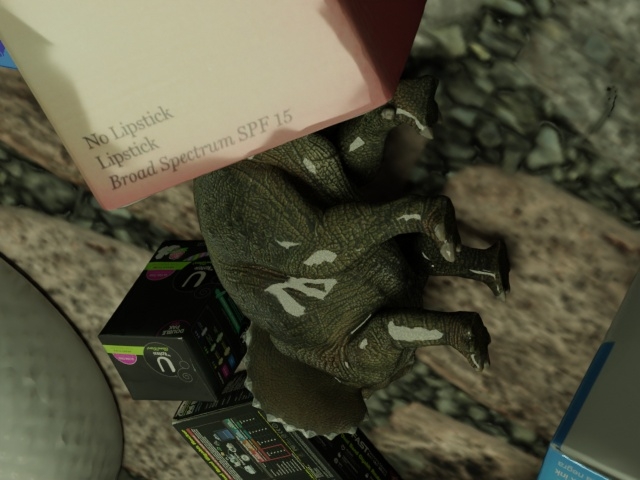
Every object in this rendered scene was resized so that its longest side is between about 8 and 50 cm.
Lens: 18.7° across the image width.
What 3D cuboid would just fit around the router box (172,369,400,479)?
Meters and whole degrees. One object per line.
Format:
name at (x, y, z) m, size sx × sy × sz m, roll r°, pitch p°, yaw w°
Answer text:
router box at (-0.019, 0.133, 1.196) m, size 0.092 × 0.038 × 0.122 m, roll -18°, pitch 120°, yaw 41°

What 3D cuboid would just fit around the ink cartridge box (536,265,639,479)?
ink cartridge box at (0.157, 0.129, 1.006) m, size 0.082 × 0.139 × 0.190 m, roll 25°, pitch 139°, yaw 11°

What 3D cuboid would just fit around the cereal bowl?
cereal bowl at (-0.309, 0.126, 1.289) m, size 0.339 × 0.141 × 0.339 m, roll 17°, pitch 137°, yaw 17°

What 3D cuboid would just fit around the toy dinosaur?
toy dinosaur at (0.000, 0.000, 0.990) m, size 0.160 × 0.121 × 0.313 m, roll -10°, pitch 131°, yaw 21°

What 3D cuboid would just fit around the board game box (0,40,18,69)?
board game box at (-0.197, -0.168, 0.993) m, size 0.210 × 0.047 × 0.160 m, roll 12°, pitch 136°, yaw 20°

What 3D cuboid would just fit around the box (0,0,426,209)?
box at (-0.073, -0.154, 0.827) m, size 0.149 × 0.127 × 0.232 m, roll -20°, pitch 114°, yaw 22°

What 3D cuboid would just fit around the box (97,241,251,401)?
box at (-0.075, 0.045, 1.107) m, size 0.062 × 0.083 × 0.052 m, roll -1°, pitch 130°, yaw 33°
